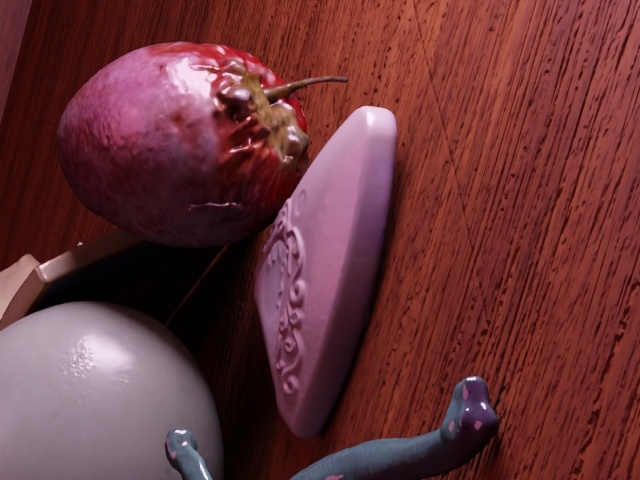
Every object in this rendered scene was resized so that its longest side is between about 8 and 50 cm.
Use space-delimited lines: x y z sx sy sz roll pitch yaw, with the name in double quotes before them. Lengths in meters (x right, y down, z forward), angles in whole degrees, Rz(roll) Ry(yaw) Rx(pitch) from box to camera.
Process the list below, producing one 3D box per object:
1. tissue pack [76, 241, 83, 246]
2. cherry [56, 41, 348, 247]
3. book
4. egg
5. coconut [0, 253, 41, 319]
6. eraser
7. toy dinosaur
"tissue pack" -0.250 0.041 2.055 0.035 0.083 0.063 -98 28 -44
"cherry" -0.124 -0.083 1.509 0.249 0.192 0.175 2 106 31
"book" -0.210 0.065 1.721 0.028 0.262 0.374 57 146 12
"egg" -0.229 0.231 1.559 0.276 0.276 0.389 -113 42 -61
"coconut" -0.368 0.127 2.169 0.224 0.224 0.224 -166 90 -71
"eraser" -0.001 0.000 1.398 0.204 0.059 0.243 -106 30 -55
"toy dinosaur" -0.005 0.274 1.197 0.331 0.129 0.384 0 83 56
